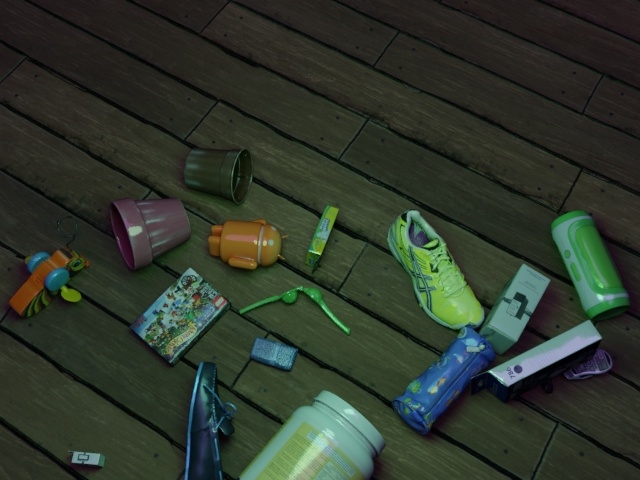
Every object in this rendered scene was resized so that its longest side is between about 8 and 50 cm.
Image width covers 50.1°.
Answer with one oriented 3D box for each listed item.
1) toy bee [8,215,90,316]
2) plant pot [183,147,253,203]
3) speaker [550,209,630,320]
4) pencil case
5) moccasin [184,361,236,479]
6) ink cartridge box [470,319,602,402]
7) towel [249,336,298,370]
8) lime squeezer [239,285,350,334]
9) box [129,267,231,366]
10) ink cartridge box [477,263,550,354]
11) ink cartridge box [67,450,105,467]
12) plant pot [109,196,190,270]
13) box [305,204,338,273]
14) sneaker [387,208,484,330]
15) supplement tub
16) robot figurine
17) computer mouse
[{"bbox_3d":[-0.716,0.089,1.905,0.298,0.162,0.195,-34,75,11],"label":"toy bee"},{"bbox_3d":[-0.305,-0.202,2.033,0.165,0.167,0.166,10,64,14],"label":"plant pot"},{"bbox_3d":[0.749,0.068,1.910,0.131,0.131,0.296,-12,64,-6],"label":"speaker"},{"bbox_3d":[0.324,0.355,1.766,0.306,0.133,0.119,-42,84,-17],"label":"pencil case"},{"bbox_3d":[-0.270,0.479,1.723,0.117,0.137,0.341,2,78,-4],"label":"moccasin"},{"bbox_3d":[0.541,0.323,1.735,0.333,0.165,0.065,-25,61,-1],"label":"ink cartridge box"},{"bbox_3d":[-0.126,0.306,1.846,0.120,0.029,0.067,17,65,7],"label":"towel"},{"bbox_3d":[-0.063,0.179,1.906,0.311,0.059,0.109,10,94,3],"label":"lime squeezer"},{"bbox_3d":[-0.382,0.208,1.886,0.159,0.044,0.233,37,69,17],"label":"box"},{"bbox_3d":[0.511,0.188,1.835,0.087,0.153,0.208,32,69,10],"label":"ink cartridge box"},{"bbox_3d":[-0.589,0.548,1.717,0.083,0.048,0.028,4,64,3],"label":"ink cartridge box"},{"bbox_3d":[-0.475,-0.036,1.936,0.180,0.201,0.201,-18,64,-25],"label":"plant pot"},{"bbox_3d":[0.000,0.000,1.954,0.043,0.105,0.179,19,65,2],"label":"box"},{"bbox_3d":[0.312,0.083,1.891,0.145,0.147,0.384,-31,69,-16],"label":"sneaker"},{"bbox_3d":[-0.027,0.545,1.612,0.241,0.241,0.331,38,70,17],"label":"supplement tub"},{"bbox_3d":[-0.204,0.007,1.939,0.220,0.158,0.128,6,99,3],"label":"robot figurine"},{"bbox_3d":[0.677,0.340,1.824,0.193,0.042,0.106,-10,59,1],"label":"computer mouse"}]
